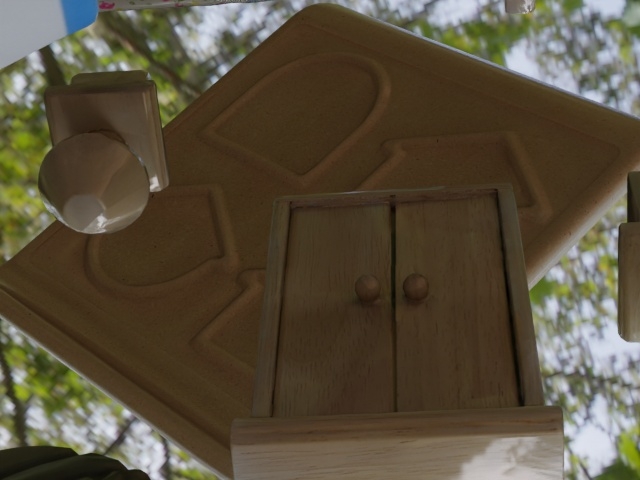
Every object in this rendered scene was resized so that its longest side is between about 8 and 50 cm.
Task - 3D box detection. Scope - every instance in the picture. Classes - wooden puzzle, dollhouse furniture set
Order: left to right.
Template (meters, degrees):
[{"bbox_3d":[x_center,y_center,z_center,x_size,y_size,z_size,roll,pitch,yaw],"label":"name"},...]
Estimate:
[{"bbox_3d":[0.000,0.000,1.030,0.348,0.080,0.322,-39,-137,-22],"label":"wooden puzzle"},{"bbox_3d":[0.035,-0.092,0.566,0.303,0.355,0.173,-3,-149,3],"label":"dollhouse furniture set"}]

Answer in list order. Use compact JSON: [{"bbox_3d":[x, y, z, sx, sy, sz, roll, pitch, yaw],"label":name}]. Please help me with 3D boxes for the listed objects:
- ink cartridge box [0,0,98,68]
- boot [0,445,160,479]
[{"bbox_3d":[-0.203,-0.206,0.297,0.166,0.285,0.394,-28,-92,-8],"label":"ink cartridge box"},{"bbox_3d":[-0.020,0.208,0.373,0.089,0.269,0.236,-23,-146,-21],"label":"boot"}]
